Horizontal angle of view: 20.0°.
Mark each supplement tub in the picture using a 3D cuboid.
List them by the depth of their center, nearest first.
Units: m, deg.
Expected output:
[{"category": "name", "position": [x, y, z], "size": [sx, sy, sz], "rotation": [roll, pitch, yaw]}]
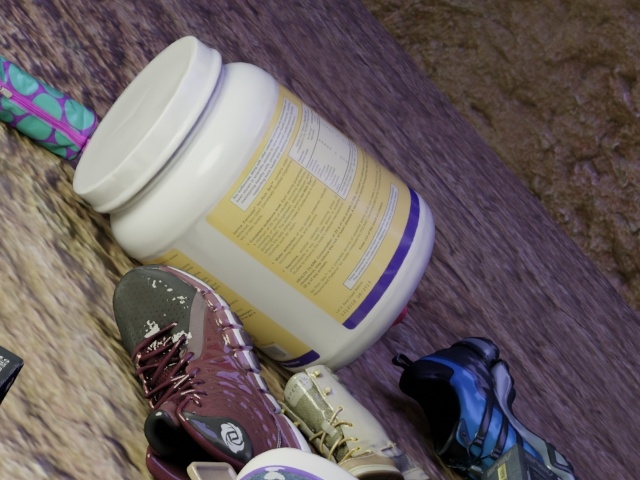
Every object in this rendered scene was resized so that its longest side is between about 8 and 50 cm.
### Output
[{"category": "supplement tub", "position": [-0.070, -0.036, 1.915], "size": [0.331, 0.241, 0.241], "rotation": [38, 16, -20]}]

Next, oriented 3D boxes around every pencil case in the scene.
[{"category": "pencil case", "position": [-0.311, -0.143, 1.929], "size": [0.151, 0.064, 0.070], "rotation": [31, 4, -36]}]

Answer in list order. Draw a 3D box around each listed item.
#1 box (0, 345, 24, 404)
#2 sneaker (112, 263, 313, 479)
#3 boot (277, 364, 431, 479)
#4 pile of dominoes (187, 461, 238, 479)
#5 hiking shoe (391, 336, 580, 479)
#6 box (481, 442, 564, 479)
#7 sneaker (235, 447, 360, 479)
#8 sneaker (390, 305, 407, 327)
[{"category": "box", "position": [-0.340, 0.074, 1.125], "size": [0.261, 0.103, 0.184], "rotation": [31, 13, -1]}, {"category": "sneaker", "position": [-0.124, 0.128, 1.609], "size": [0.281, 0.106, 0.162], "rotation": [50, 20, 22]}, {"category": "boot", "position": [0.017, 0.201, 1.816], "size": [0.165, 0.077, 0.213], "rotation": [49, 11, 19]}, {"category": "pile of dominoes", "position": [-0.033, 0.294, 1.467], "size": [0.196, 0.040, 0.251], "rotation": [32, 24, -35]}, {"category": "hiking shoe", "position": [0.197, 0.258, 2.124], "size": [0.132, 0.113, 0.304], "rotation": [-12, 58, -35]}, {"category": "box", "position": [0.259, 0.321, 1.739], "size": [0.232, 0.059, 0.183], "rotation": [38, 18, -14]}, {"category": "sneaker", "position": [0.008, 0.321, 1.271], "size": [0.323, 0.130, 0.236], "rotation": [59, 25, -3]}, {"category": "sneaker", "position": [0.001, 0.000, 2.237], "size": [0.314, 0.116, 0.136], "rotation": [36, 18, -26]}]
